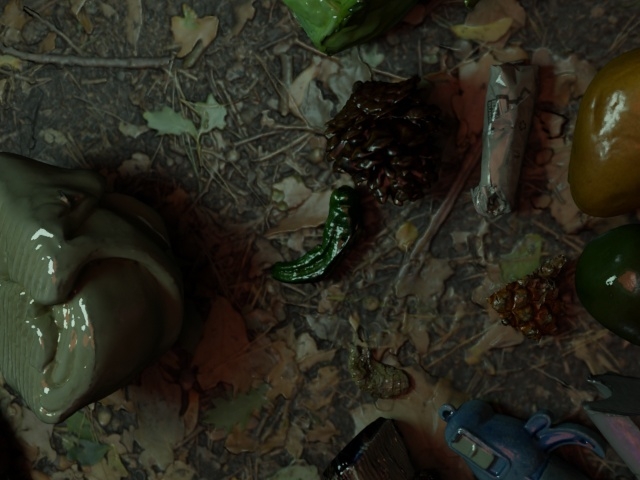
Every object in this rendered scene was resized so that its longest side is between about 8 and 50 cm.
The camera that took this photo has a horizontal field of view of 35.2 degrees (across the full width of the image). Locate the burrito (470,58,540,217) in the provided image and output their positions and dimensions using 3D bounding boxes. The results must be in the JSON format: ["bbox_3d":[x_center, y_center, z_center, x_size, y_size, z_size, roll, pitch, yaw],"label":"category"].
[{"bbox_3d":[0.231,-0.129,1.276,0.064,0.064,0.203,12,100,21],"label":"burrito"}]

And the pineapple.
[{"bbox_3d":[0.273,0.063,1.289,0.114,0.077,0.114,36,99,-21],"label":"pineapple"}]

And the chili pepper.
[{"bbox_3d":[0.003,0.006,1.392,0.073,0.050,0.182,43,112,5],"label":"chili pepper"}]

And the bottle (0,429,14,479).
[{"bbox_3d":[-0.582,0.331,1.625,0.143,0.156,0.271,-30,84,-10],"label":"bottle"}]

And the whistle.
[{"bbox_3d":[0.267,0.293,1.303,0.269,0.093,0.180,34,114,9],"label":"whistle"}]

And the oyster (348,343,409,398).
[{"bbox_3d":[0.077,0.181,1.388,0.083,0.038,0.080,-7,92,24],"label":"oyster"}]

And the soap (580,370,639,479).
[{"bbox_3d":[0.494,0.217,1.155,0.258,0.159,0.302,-43,82,24],"label":"soap"}]

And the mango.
[{"bbox_3d":[0.369,-0.128,1.196,0.147,0.109,0.227,36,118,12],"label":"mango"}]

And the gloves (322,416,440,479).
[{"bbox_3d":[0.122,0.385,1.304,0.135,0.210,0.312,-29,86,-1],"label":"gloves"}]

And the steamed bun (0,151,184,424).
[{"bbox_3d":[-0.331,0.061,1.427,0.368,0.255,0.342,45,132,42],"label":"steamed bun"}]

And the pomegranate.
[{"bbox_3d":[0.397,0.028,1.191,0.152,0.131,0.191,32,101,-10],"label":"pomegranate"}]

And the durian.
[{"bbox_3d":[0.028,-0.367,1.256,0.339,0.204,0.256,48,123,7],"label":"durian"}]

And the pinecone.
[{"bbox_3d":[0.085,-0.124,1.290,0.174,0.173,0.173,3,97,22],"label":"pinecone"}]
